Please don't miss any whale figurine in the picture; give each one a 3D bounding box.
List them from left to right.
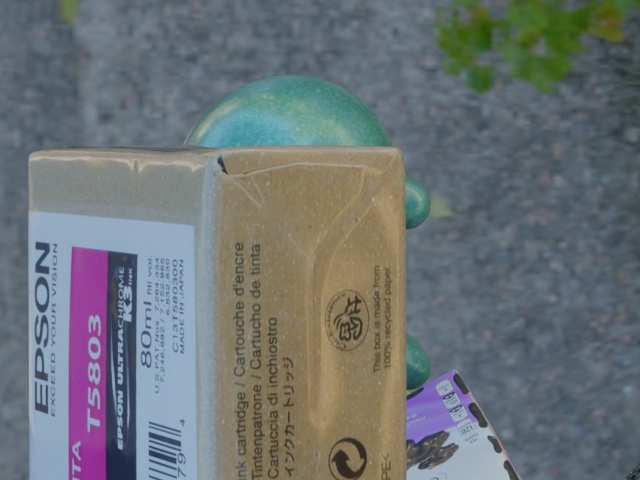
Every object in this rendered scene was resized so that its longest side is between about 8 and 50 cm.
[{"bbox_3d":[0.000,0.000,1.467,0.272,0.216,0.141,67,159,6],"label":"whale figurine"}]

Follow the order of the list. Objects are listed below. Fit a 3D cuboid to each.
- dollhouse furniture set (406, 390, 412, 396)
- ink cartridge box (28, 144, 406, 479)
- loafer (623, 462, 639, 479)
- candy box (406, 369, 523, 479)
[{"bbox_3d":[0.059,0.173,1.711,0.152,0.058,0.076,29,70,35],"label":"dollhouse furniture set"},{"bbox_3d":[-0.048,0.077,0.773,0.193,0.088,0.234,3,95,60],"label":"ink cartridge box"},{"bbox_3d":[0.245,0.272,1.546,0.220,0.078,0.080,-51,30,25],"label":"loafer"},{"bbox_3d":[0.073,0.208,1.391,0.165,0.070,0.196,-30,34,1],"label":"candy box"}]
